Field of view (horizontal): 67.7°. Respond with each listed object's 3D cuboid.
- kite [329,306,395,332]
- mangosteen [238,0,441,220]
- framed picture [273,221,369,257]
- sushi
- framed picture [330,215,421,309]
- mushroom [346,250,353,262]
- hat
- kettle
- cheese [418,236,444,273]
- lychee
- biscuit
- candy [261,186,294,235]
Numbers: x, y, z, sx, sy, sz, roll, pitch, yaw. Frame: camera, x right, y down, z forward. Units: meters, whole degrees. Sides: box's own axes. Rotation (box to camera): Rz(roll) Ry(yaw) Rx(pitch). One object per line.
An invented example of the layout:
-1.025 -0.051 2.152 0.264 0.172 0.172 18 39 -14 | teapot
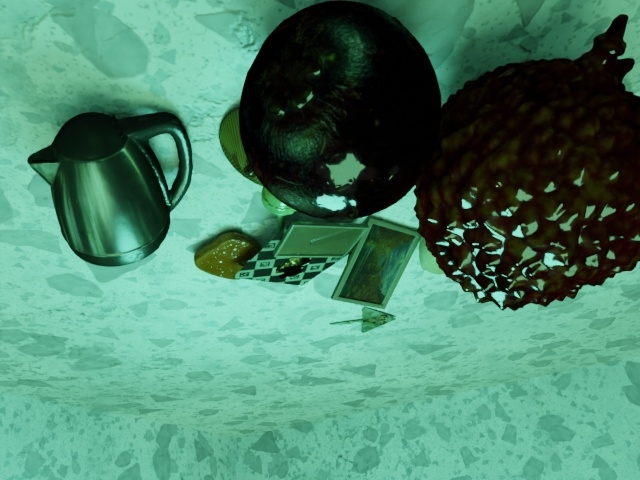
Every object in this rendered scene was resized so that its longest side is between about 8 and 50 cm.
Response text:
0.157 0.298 1.777 0.249 0.012 0.229 -6 144 2 | kite
0.034 -0.184 0.721 0.329 0.330 0.330 -4 148 -2 | mangosteen
0.000 0.000 1.178 0.203 0.015 0.150 1 149 -25 | framed picture
-0.062 0.028 1.272 0.263 0.050 0.290 11 144 -39 | sushi
0.152 0.068 1.283 0.184 0.016 0.250 15 109 -29 | framed picture
0.134 0.054 1.336 0.127 0.087 0.127 -6 124 -9 | mushroom
-0.118 -0.149 0.895 0.192 0.082 0.193 12 138 11 | hat
-0.378 -0.110 0.883 0.250 0.208 0.271 4 139 -3 | kettle
0.393 0.006 1.246 0.265 0.127 0.233 -1 150 -4 | cheese
0.367 -0.110 0.799 0.424 0.425 0.500 2 128 -11 | lychee
-0.235 0.045 1.294 0.192 0.036 0.186 -29 144 32 | biscuit
-0.093 -0.052 1.146 0.092 0.093 0.336 38 158 11 | candy
